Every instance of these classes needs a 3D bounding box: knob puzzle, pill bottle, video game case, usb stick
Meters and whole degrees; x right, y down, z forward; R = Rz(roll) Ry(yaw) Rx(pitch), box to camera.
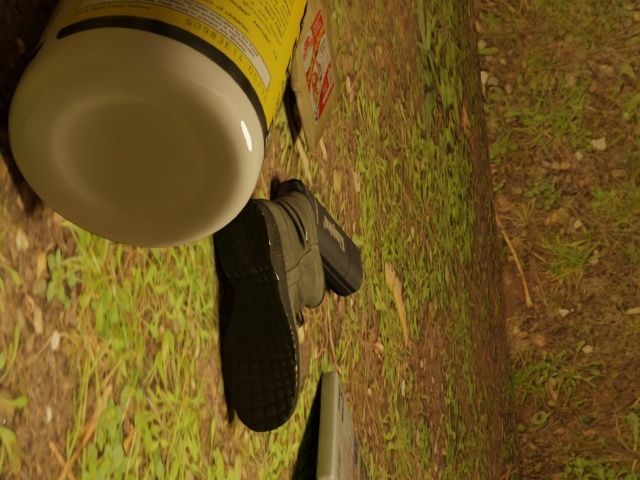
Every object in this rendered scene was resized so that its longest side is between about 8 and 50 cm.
[{"bbox_3d":[-0.020,-0.229,1.937,0.213,0.030,0.213,-3,90,-75],"label":"knob puzzle"},{"bbox_3d":[-0.111,-0.166,1.265,0.334,0.188,0.188,-76,158,-47],"label":"pill bottle"},{"bbox_3d":[0.032,0.296,1.946,0.212,0.023,0.193,-87,162,-60],"label":"video game case"},{"bbox_3d":[0.000,0.000,1.933,0.278,0.045,0.077,48,42,-67],"label":"usb stick"}]

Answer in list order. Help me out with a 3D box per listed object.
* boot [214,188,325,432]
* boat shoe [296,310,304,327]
[{"bbox_3d":[-0.033,0.068,1.670,0.161,0.083,0.246,-4,89,-65],"label":"boot"},{"bbox_3d":[-0.047,0.051,1.756,0.046,0.038,0.125,-76,158,-49],"label":"boat shoe"}]
